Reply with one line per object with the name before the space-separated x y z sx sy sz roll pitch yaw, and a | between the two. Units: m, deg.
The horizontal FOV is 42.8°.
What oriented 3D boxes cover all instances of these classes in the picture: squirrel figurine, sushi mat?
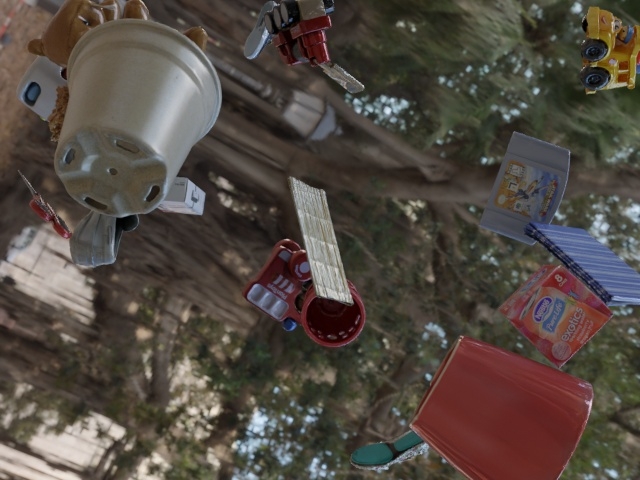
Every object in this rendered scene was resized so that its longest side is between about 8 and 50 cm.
squirrel figurine | -0.525 -0.404 2.006 0.370 0.280 0.397 -1 110 -64
sushi mat | 0.000 0.000 1.967 0.019 0.151 0.317 -27 -115 30

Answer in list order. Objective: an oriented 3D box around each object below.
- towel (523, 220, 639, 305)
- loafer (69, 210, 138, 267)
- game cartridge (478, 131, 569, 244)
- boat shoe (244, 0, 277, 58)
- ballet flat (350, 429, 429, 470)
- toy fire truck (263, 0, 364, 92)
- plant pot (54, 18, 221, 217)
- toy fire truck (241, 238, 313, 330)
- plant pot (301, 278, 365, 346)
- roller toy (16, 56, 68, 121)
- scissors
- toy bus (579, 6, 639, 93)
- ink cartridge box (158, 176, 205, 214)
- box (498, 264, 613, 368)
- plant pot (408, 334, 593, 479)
towel | 0.685 0.062 2.048 0.336 0.243 0.040 53 -52 46
loafer | -0.461 -0.058 1.848 0.112 0.111 0.320 94 6 -45
game cartridge | 0.604 -0.146 2.384 0.062 0.198 0.297 -24 133 -70
boat shoe | -0.142 -0.562 2.250 0.065 0.083 0.184 6 -113 44
ballet flat | 0.203 0.601 2.294 0.091 0.240 0.077 -117 -168 -54
toy fire truck | -0.012 -0.462 1.986 0.217 0.158 0.247 -168 -118 -70
plant pot | -0.389 -0.226 1.657 0.334 0.333 0.306 -46 -155 36
toy fire truck | -0.087 0.160 2.710 0.254 0.302 0.169 -53 -149 -3
plant pot | 0.039 0.207 2.480 0.191 0.191 0.174 -57 -174 11
roller toy | -0.737 -0.438 2.257 0.209 0.146 0.191 -53 -167 -3
scissors | -0.606 -0.080 1.780 0.021 0.109 0.297 -47 -147 -4
toy bus | 0.816 -0.518 2.224 0.211 0.220 0.150 2 -129 20
ink cartridge box | -0.326 -0.100 1.833 0.135 0.099 0.056 48 47 -76
box | 0.479 0.148 1.698 0.154 0.142 0.300 -45 173 6
plant pot | 0.308 0.311 1.455 0.275 0.243 0.275 -58 171 -16
